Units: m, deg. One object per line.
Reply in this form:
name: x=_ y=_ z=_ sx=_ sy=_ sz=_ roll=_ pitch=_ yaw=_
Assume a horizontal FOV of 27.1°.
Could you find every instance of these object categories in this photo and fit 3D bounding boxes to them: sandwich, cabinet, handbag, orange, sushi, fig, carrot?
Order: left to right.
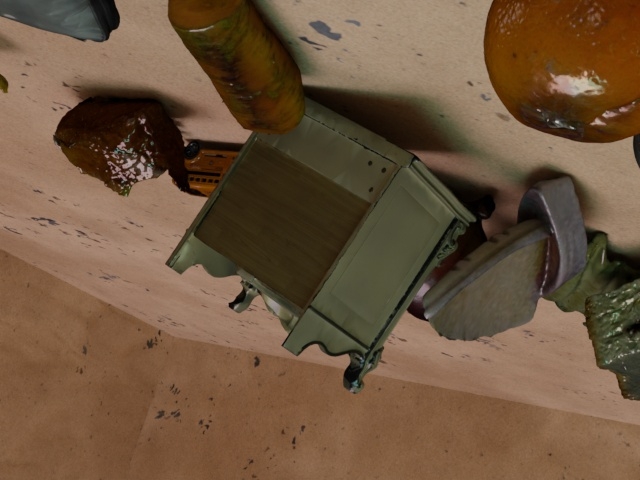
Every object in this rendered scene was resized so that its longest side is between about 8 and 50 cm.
handbag: x=-0.422 y=-0.340 z=1.680 sx=0.332 sy=0.075 sz=0.191 roll=17 pitch=167 yaw=7
sushi: x=-0.324 y=-0.159 z=2.221 sx=0.296 sy=0.167 sz=0.179 roll=0 pitch=136 yaw=33
carrot: x=-0.101 y=-0.237 z=1.727 sx=0.114 sy=0.114 sz=0.302 roll=12 pitch=161 yaw=22
cabinet: x=0.000 y=0.000 z=1.921 sx=0.290 sy=0.318 sz=0.227 roll=31 pitch=176 yaw=36
fig: x=0.179 y=0.017 z=2.150 sx=0.235 sy=0.214 sz=0.235 roll=41 pitch=158 yaw=20
orange: x=0.270 y=-0.187 z=1.327 sx=0.224 sy=0.170 sz=0.224 roll=18 pitch=168 yaw=4
sandwich: x=0.587 y=0.157 z=2.181 sx=0.262 sy=0.131 sz=0.325 roll=-12 pitch=154 yaw=22

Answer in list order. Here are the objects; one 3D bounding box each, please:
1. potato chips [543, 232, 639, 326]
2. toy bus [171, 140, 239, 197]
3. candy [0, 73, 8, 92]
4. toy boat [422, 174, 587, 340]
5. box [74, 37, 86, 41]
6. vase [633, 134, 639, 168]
potato chips: x=0.417 y=0.074 z=2.303 sx=0.373 sy=0.097 sz=0.389 roll=13 pitch=166 yaw=-23
toy bus: x=-0.159 y=-0.114 z=2.299 sx=0.194 sy=0.088 sz=0.083 roll=7 pitch=163 yaw=35
candy: x=-0.638 y=-0.314 z=2.151 sx=0.297 sy=0.081 sz=0.187 roll=20 pitch=171 yaw=40
toy boat: x=0.282 y=0.048 z=1.998 sx=0.111 sy=0.293 sz=0.276 roll=49 pitch=178 yaw=33
box: x=-0.368 y=-0.342 z=1.791 sx=0.132 sy=0.034 sz=0.235 roll=20 pitch=165 yaw=-7
vase: x=0.448 y=-0.109 z=1.555 sx=0.183 sy=0.120 sz=0.120 roll=10 pitch=175 yaw=-43
